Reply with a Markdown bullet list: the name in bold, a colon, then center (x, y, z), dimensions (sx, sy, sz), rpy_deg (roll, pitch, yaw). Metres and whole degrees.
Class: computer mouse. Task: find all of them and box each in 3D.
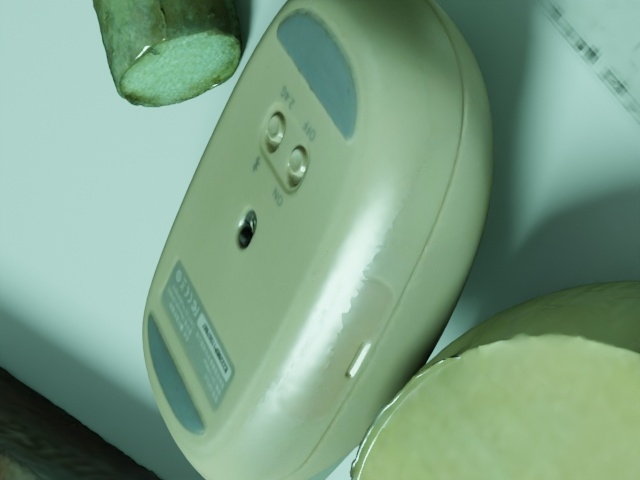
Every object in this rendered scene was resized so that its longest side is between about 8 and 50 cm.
- **computer mouse**: center (0.000, 0.000, 0.713), dimensions (0.145, 0.082, 0.236), rpy_deg (56, 131, 45)

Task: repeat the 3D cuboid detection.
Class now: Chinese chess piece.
- **Chinese chess piece**: center (0.121, 0.140, 0.642), dimensions (0.250, 0.103, 0.250), rpy_deg (9, 104, 40)

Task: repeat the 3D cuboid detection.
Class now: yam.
- **yam**: center (-0.080, -0.137, 0.778), dimensions (0.070, 0.070, 0.146), rpy_deg (-11, 94, 42)

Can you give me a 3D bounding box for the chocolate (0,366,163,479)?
- **chocolate**: center (-0.139, 0.159, 0.873), dimensions (0.321, 0.112, 0.112), rpy_deg (27, 108, 35)
